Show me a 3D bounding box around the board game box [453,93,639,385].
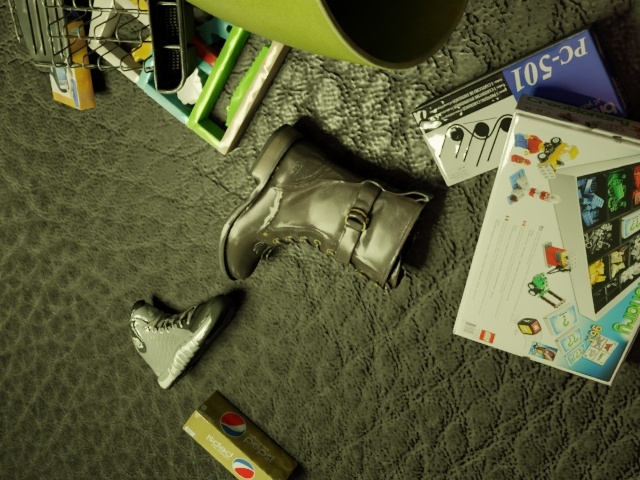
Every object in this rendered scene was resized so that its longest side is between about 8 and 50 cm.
[{"bbox_3d":[0.270,0.009,0.820,0.193,0.053,0.305,18,128,13],"label":"board game box"}]

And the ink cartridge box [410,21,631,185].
[{"bbox_3d":[0.211,-0.141,0.815,0.207,0.046,0.097,-22,103,34],"label":"ink cartridge box"}]

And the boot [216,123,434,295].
[{"bbox_3d":[0.000,0.000,0.970,0.229,0.091,0.263,33,123,11],"label":"boot"}]

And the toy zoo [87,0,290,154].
[{"bbox_3d":[-0.190,-0.271,0.975,0.293,0.030,0.192,40,125,6],"label":"toy zoo"}]

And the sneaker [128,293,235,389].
[{"bbox_3d":[-0.230,0.127,1.161,0.132,0.086,0.228,44,127,6],"label":"sneaker"}]

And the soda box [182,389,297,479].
[{"bbox_3d":[-0.129,0.330,1.217,0.181,0.061,0.058,41,125,5],"label":"soda box"}]

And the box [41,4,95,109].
[{"bbox_3d":[-0.353,-0.257,1.057,0.081,0.028,0.136,24,127,41],"label":"box"}]

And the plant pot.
[{"bbox_3d":[-0.037,-0.313,0.755,0.294,0.275,0.274,12,120,40],"label":"plant pot"}]

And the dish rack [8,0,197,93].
[{"bbox_3d":[-0.280,-0.298,0.934,0.272,0.074,0.208,8,116,16],"label":"dish rack"}]
